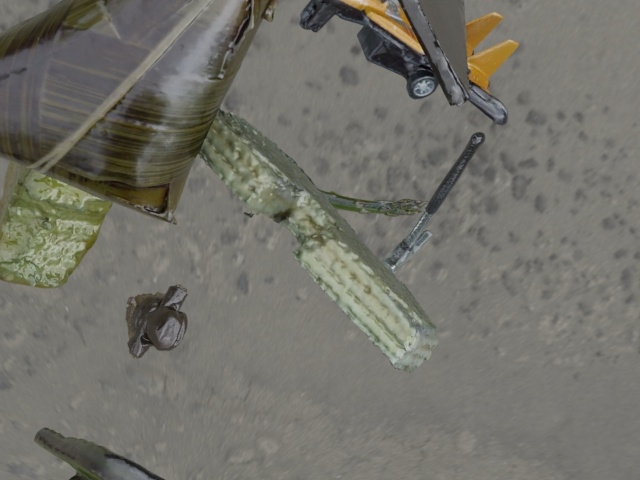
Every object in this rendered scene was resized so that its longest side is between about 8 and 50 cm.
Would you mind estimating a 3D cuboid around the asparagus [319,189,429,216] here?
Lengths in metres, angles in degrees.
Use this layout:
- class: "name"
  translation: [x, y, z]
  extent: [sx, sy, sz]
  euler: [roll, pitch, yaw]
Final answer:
- class: "asparagus"
  translation: [0.042, -0.058, 1.728]
  extent: [0.236, 0.027, 0.034]
  euler: [9, 98, 9]

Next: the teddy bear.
- class: "teddy bear"
  translation: [-0.235, 0.106, 1.669]
  extent: [0.078, 0.160, 0.119]
  euler: [39, 80, -22]

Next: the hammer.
- class: "hammer"
  translation: [0.157, -0.054, 1.597]
  extent: [0.029, 0.246, 0.103]
  euler: [39, 38, 10]

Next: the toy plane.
- class: "toy plane"
  translation: [0.075, -0.235, 1.342]
  extent: [0.316, 0.103, 0.204]
  euler: [10, 44, -34]

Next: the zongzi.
- class: "zongzi"
  translation: [-0.162, -0.147, 0.791]
  extent: [0.241, 0.247, 0.111]
  euler: [17, 30, -27]

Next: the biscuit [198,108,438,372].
- class: "biscuit"
  translation: [0.000, 0.000, 0.924]
  extent: [0.046, 0.147, 0.250]
  euler: [-44, 71, 6]

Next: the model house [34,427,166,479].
- class: "model house"
  translation: [-0.124, 0.276, 0.671]
  extent: [0.218, 0.205, 0.278]
  euler: [35, 74, -16]

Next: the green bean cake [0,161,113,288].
- class: "green bean cake"
  translation: [-0.320, -0.077, 1.489]
  extent: [0.124, 0.236, 0.233]
  euler: [14, 53, -21]

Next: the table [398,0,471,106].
- class: "table"
  translation: [0.131, -0.277, 0.703]
  extent: [0.251, 0.282, 0.196]
  euler: [-22, 34, 18]
